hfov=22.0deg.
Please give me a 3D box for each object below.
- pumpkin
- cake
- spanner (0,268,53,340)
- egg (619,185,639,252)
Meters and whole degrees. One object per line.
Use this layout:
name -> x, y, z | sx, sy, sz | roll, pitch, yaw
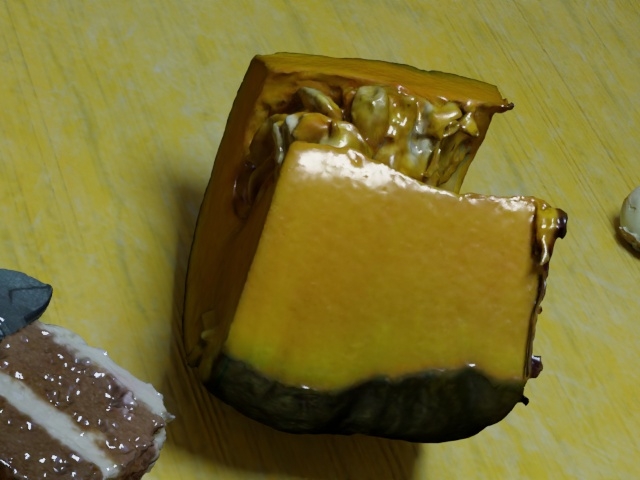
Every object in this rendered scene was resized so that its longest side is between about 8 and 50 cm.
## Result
pumpkin -> 0.031, 0.008, 1.223 | 0.225, 0.256, 0.303 | 15, 25, -12
cake -> -0.180, 0.145, 1.034 | 0.134, 0.135, 0.147 | 37, 34, 11
spanner -> -0.282, 0.103, 1.100 | 0.093, 0.026, 0.325 | 37, 39, 12
egg -> 0.331, -0.018, 1.587 | 0.083, 0.071, 0.071 | 12, 41, -26
